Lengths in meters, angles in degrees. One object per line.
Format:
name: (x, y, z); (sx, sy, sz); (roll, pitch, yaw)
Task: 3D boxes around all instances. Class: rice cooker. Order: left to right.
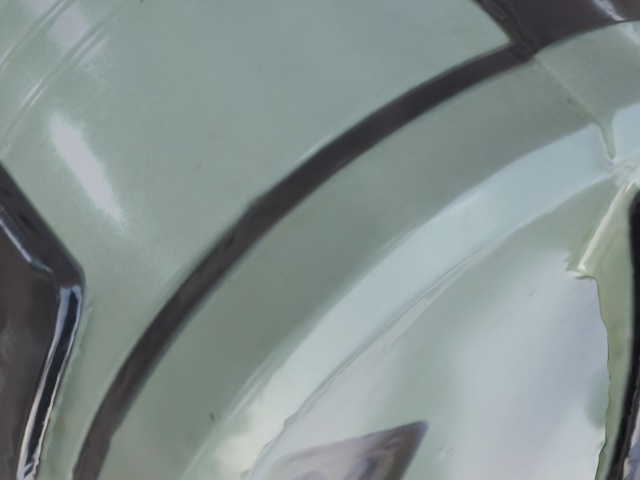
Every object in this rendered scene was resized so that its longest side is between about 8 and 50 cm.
rice cooker: (0.000, 0.000, 0.512); (0.226, 0.244, 0.226); (-31, 150, -20)
